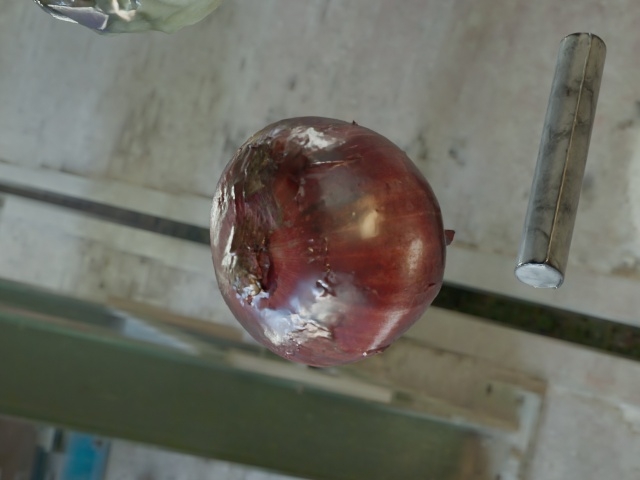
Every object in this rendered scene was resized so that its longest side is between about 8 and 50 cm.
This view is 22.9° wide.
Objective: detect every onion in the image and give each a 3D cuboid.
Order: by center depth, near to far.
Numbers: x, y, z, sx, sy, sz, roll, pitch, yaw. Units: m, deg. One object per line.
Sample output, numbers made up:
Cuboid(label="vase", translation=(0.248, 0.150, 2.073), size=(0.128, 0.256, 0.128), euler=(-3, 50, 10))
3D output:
Cuboid(label="onion", translation=(0.000, 0.000, 1.707), size=(0.276, 0.276, 0.276), euler=(-39, 44, 52))

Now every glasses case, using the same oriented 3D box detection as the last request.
Cuboid(label="glasses case", translation=(0.291, -0.096, 1.915), size=(0.114, 0.060, 0.299), euler=(73, -151, -74))

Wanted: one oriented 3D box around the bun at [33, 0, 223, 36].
Cuboid(label="bun", translation=(-0.194, -0.286, 1.421), size=(0.273, 0.273, 0.168), euler=(-20, 43, 60))
